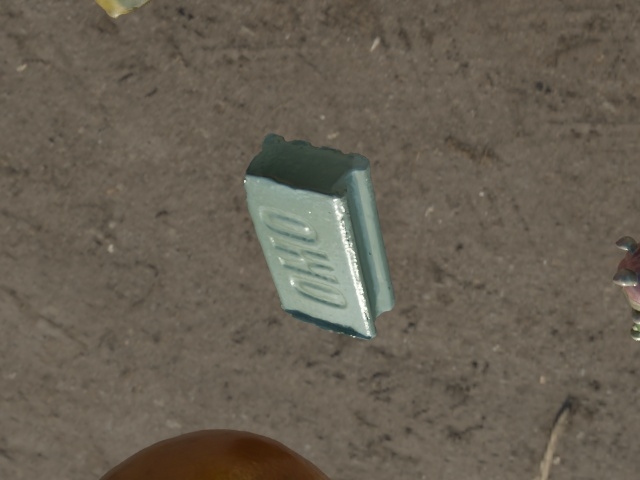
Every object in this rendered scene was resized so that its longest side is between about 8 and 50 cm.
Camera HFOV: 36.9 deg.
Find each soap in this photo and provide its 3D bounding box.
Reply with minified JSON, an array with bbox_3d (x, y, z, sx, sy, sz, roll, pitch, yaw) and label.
[{"bbox_3d":[0.000,0.000,0.908,0.115,0.063,0.198,15,141,28],"label":"soap"}]

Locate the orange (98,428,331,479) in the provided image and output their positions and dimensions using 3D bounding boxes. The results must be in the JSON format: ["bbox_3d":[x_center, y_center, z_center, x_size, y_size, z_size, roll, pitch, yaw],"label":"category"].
[{"bbox_3d":[-0.084,0.272,0.731,0.261,0.261,0.261,10,133,11],"label":"orange"}]

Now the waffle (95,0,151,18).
[{"bbox_3d":[-0.067,-0.299,0.774,0.221,0.248,0.055,-25,119,34],"label":"waffle"}]

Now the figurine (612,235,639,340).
[{"bbox_3d":[0.219,0.029,0.544,0.098,0.081,0.146,-15,146,3],"label":"figurine"}]
